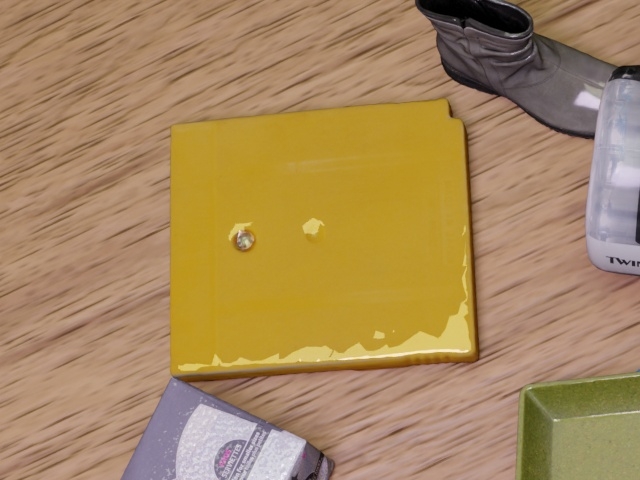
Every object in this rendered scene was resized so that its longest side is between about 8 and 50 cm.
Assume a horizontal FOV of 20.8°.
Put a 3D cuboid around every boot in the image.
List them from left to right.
[{"bbox_3d":[0.215,-0.185,1.783,0.246,0.161,0.083,20,80,18],"label":"boot"}]

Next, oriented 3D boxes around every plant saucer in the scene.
[{"bbox_3d":[0.280,0.216,1.648,0.188,0.045,0.188,-8,49,20],"label":"plant saucer"}]

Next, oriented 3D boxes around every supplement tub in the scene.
[{"bbox_3d":[0.433,-0.053,1.668,0.338,0.207,0.207,7,76,14],"label":"supplement tub"}]

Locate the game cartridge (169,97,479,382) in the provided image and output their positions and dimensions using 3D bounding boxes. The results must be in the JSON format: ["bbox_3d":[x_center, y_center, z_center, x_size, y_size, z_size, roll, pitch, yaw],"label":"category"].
[{"bbox_3d":[0.000,0.000,1.843,0.323,0.053,0.285,-4,73,10],"label":"game cartridge"}]

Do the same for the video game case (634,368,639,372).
[{"bbox_3d":[0.320,0.201,1.684,0.119,0.015,0.166,-33,45,-2],"label":"video game case"}]

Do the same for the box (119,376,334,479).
[{"bbox_3d":[-0.117,0.288,1.731,0.163,0.142,0.247,23,81,19],"label":"box"}]
